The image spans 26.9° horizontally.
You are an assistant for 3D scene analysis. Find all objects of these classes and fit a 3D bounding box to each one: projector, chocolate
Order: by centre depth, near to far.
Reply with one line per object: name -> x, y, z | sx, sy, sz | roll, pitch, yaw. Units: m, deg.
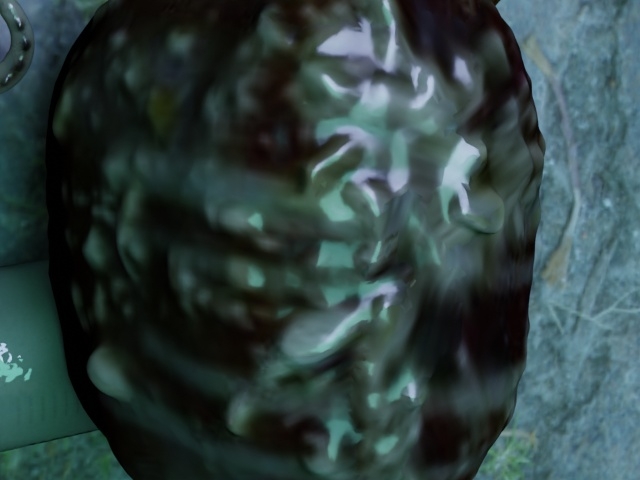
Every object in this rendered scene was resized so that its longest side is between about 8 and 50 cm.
chocolate -> 0.000, 0.000, 0.669 | 0.225, 0.210, 0.340 | -4, 100, -31
projector -> -0.088, 0.053, 0.810 | 0.337, 0.108, 0.108 | -9, 102, -28

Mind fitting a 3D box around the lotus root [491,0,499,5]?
lotus root -> 0.053, -0.206, 0.832 | 0.169, 0.141, 0.314 | 30, 87, -26

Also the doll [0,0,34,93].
doll -> -0.268, -0.146, 0.675 | 0.154, 0.119, 0.278 | -43, 120, -14
